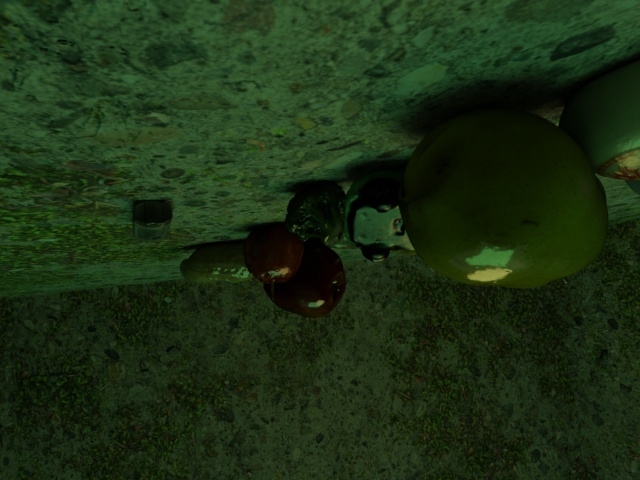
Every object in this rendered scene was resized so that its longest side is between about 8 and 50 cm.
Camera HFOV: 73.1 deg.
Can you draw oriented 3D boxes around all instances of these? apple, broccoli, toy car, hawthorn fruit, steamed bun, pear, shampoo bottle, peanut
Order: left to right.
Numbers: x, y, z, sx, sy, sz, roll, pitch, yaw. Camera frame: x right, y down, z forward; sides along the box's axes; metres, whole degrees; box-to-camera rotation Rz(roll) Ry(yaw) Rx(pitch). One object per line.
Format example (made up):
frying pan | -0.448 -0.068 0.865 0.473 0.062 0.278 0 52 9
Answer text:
shampoo bottle | -0.410 -0.042 1.046 0.086 0.056 0.227 -2 171 -23
peanut | -0.372 0.084 1.668 0.339 0.159 0.174 0 170 -8
hawthorn fruit | -0.158 0.075 1.433 0.207 0.244 0.207 0 169 0
apple | -0.053 0.148 1.626 0.316 0.289 0.288 4 179 30
broccoli | -0.007 -0.067 1.003 0.162 0.138 0.145 -48 156 5
toy car | 0.232 -0.074 0.955 0.357 0.177 0.214 0 141 4
pear | 0.289 -0.049 0.678 0.336 0.285 0.285 29 178 10
steamed bun | 0.481 -0.164 0.629 0.231 0.145 0.232 -7 172 -1

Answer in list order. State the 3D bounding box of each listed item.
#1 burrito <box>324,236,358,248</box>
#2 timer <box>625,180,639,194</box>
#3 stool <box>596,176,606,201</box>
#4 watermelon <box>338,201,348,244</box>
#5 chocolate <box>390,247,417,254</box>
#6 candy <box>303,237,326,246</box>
burrito | 0.164 -0.031 1.472 0.346 0.107 0.175 -5 173 6
timer | 0.671 -0.182 0.785 0.175 0.176 0.256 -6 145 -8
stool | 0.616 -0.092 1.133 0.195 0.196 0.198 -11 176 22
watermelon | 0.045 -0.089 1.184 0.158 0.121 0.098 36 153 4
chocolate | 0.375 -0.002 1.671 0.161 0.162 0.445 -4 173 -22
candy | 0.000 0.000 1.706 0.312 0.061 0.088 -14 167 42
